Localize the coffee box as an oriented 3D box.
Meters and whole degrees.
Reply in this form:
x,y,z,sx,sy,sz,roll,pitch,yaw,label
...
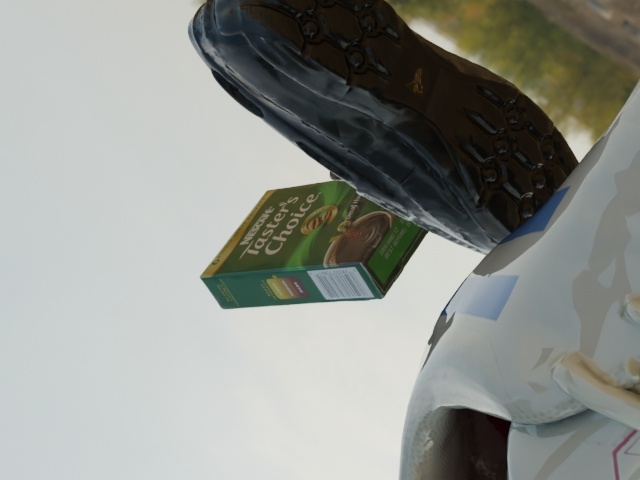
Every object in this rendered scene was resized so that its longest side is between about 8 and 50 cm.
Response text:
x,y,z,sx,sy,sz,roll,pitch,yaw,label
0.000,0.000,1.121,0.184,0.113,0.040,-5,129,47,coffee box

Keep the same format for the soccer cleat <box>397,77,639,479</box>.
x,y,z,sx,sy,sz,roll,pitch,yaw,label
0.116,0.007,0.376,0.116,0.331,0.143,29,-131,-1,soccer cleat

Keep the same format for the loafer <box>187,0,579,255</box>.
x,y,z,sx,sy,sz,roll,pitch,yaw,label
0.038,-0.053,0.669,0.223,0.076,0.078,34,154,-25,loafer
